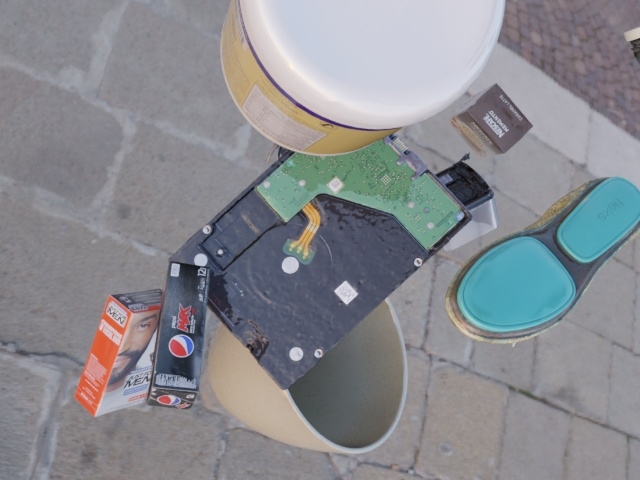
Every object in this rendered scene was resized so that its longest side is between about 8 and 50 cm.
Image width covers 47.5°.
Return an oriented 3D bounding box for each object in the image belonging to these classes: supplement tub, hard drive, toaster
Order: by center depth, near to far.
[{"bbox_3d":[0.020,-0.217,0.774,0.241,0.331,0.240,0,90,-12],"label":"supplement tub"},{"bbox_3d":[0.000,0.000,0.976,0.339,0.064,0.237,-43,85,-1],"label":"hard drive"},{"bbox_3d":[0.313,-0.087,1.689,0.186,0.168,0.110,-27,130,-1],"label":"toaster"}]

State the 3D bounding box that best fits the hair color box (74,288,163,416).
[{"bbox_3d":[-0.266,0.153,1.004,0.093,0.053,0.167,-4,121,-56],"label":"hair color box"}]

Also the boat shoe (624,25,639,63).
[{"bbox_3d":[0.756,-0.402,1.387,0.340,0.127,0.113,-20,97,-7],"label":"boat shoe"}]

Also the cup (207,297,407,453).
[{"bbox_3d":[-0.046,0.196,1.206,0.331,0.237,0.330,26,53,-41],"label":"cup"}]

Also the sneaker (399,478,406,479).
[{"bbox_3d":[0.218,0.473,1.340,0.167,0.065,0.076,32,90,-11],"label":"sneaker"}]

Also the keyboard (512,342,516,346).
[{"bbox_3d":[0.469,0.138,1.545,0.014,0.072,0.256,36,41,18],"label":"keyboard"}]

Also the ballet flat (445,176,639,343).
[{"bbox_3d":[0.270,0.035,0.893,0.349,0.123,0.123,-32,98,-29],"label":"ballet flat"}]

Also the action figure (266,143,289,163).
[{"bbox_3d":[-0.022,-0.280,1.627,0.276,0.164,0.140,-37,116,-23],"label":"action figure"}]

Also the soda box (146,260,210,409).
[{"bbox_3d":[-0.168,0.112,0.869,0.053,0.060,0.168,11,54,-14],"label":"soda box"}]

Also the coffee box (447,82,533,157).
[{"bbox_3d":[0.415,-0.292,1.811,0.098,0.246,0.141,-43,93,2],"label":"coffee box"}]
